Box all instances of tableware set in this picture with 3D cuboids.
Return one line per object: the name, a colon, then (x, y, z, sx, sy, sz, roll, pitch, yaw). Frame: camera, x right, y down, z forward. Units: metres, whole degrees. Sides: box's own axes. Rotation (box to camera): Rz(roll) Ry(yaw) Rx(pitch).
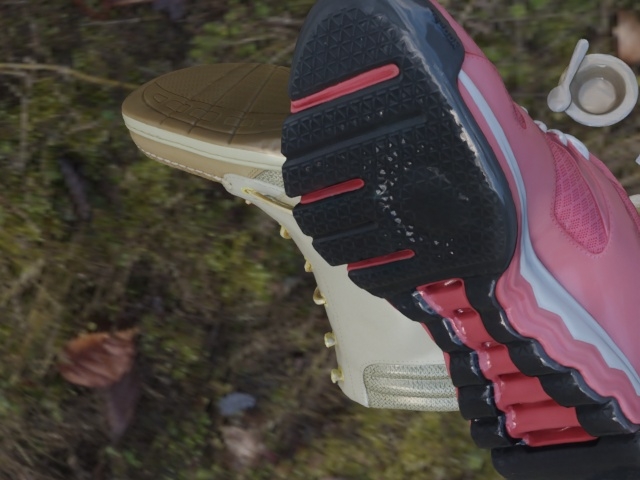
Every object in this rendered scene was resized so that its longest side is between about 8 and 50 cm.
tableware set: (0.205, -0.052, 1.178, 0.169, 0.020, 0.141, 27, 76, 16)

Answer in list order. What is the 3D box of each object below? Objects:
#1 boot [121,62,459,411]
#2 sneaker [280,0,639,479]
boot: (0.000, 0.000, 1.087, 0.095, 0.262, 0.203, -52, 146, -44)
sneaker: (0.087, -0.013, 0.846, 0.314, 0.116, 0.136, 57, 42, -29)
